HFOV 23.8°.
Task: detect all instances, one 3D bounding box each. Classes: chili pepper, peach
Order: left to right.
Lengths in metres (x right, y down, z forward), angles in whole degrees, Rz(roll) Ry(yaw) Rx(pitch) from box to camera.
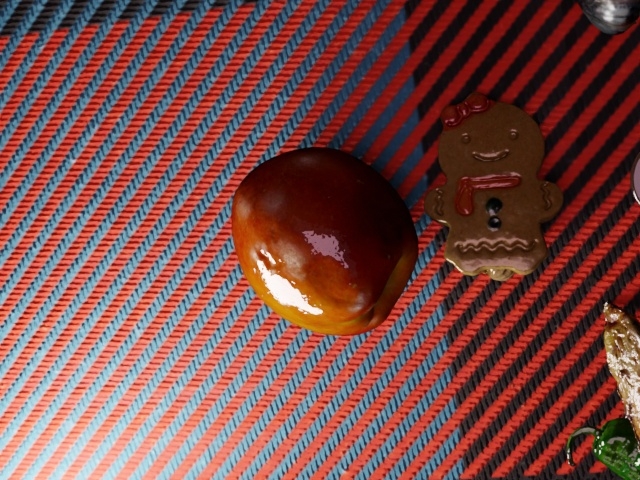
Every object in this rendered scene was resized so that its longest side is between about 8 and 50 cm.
[{"bbox_3d":[0.000,0.000,1.837,0.243,0.199,0.243,30,139,30],"label":"peach"},{"bbox_3d":[0.429,0.295,1.871,0.257,0.074,0.100,38,117,3],"label":"chili pepper"}]

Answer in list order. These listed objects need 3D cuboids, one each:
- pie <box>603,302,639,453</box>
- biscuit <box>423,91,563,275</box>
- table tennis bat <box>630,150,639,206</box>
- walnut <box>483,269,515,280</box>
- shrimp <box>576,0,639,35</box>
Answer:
[{"bbox_3d":[0.374,0.156,1.812,0.033,0.088,0.191,-6,73,-23],"label":"pie"},{"bbox_3d":[0.206,-0.070,1.807,0.166,0.036,0.226,-1,76,10],"label":"biscuit"},{"bbox_3d":[0.438,-0.074,1.755,0.170,0.119,0.107,-28,96,19],"label":"table tennis bat"},{"bbox_3d":[0.221,0.000,1.845,0.079,0.082,0.096,34,103,35],"label":"walnut"},{"bbox_3d":[0.299,-0.410,1.690,0.172,0.137,0.372,-9,103,-2],"label":"shrimp"}]
